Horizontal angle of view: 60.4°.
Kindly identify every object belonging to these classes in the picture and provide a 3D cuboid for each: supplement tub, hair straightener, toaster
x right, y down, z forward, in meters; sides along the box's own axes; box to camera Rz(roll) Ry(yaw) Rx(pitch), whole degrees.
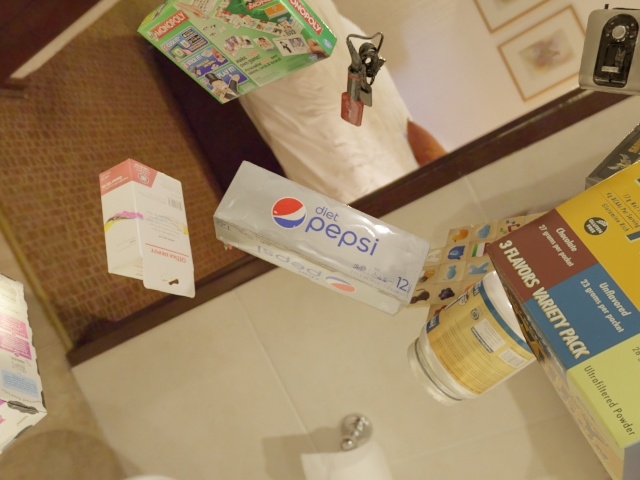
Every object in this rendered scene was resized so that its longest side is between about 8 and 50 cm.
[{"bbox_3d":[0.250,0.158,0.871,0.144,0.199,0.144,34,28,-21],"label":"supplement tub"},{"bbox_3d":[0.061,-0.255,0.834,0.047,0.089,0.230,29,-7,12],"label":"hair straightener"},{"bbox_3d":[0.461,-0.247,0.732,0.186,0.168,0.110,-14,118,-41],"label":"toaster"}]

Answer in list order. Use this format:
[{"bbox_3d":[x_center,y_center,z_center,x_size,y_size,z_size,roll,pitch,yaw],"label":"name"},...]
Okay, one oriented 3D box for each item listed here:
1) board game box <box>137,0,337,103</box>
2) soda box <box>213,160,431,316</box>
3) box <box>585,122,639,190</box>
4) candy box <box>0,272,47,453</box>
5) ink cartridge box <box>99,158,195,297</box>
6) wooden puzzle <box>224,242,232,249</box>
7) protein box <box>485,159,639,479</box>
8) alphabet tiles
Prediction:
[{"bbox_3d":[-0.154,-0.362,0.969,0.213,0.317,0.046,39,60,-35],"label":"board game box"},{"bbox_3d":[0.000,0.000,0.773,0.091,0.286,0.098,108,6,-68],"label":"soda box"},{"bbox_3d":[0.507,-0.104,0.742,0.183,0.231,0.056,32,-22,43],"label":"box"},{"bbox_3d":[-0.432,0.161,0.666,0.233,0.159,0.071,50,2,41],"label":"candy box"},{"bbox_3d":[-0.256,-0.007,0.818,0.115,0.067,0.198,27,45,-60],"label":"ink cartridge box"},{"bbox_3d":[-0.214,-0.013,1.257,0.006,0.083,0.049,-14,37,-33],"label":"wooden puzzle"},{"bbox_3d":[0.248,0.048,0.365,0.201,0.200,0.136,47,16,-52],"label":"protein box"},{"bbox_3d":[0.343,0.056,1.103,0.011,0.343,0.285,56,40,-31],"label":"alphabet tiles"}]
